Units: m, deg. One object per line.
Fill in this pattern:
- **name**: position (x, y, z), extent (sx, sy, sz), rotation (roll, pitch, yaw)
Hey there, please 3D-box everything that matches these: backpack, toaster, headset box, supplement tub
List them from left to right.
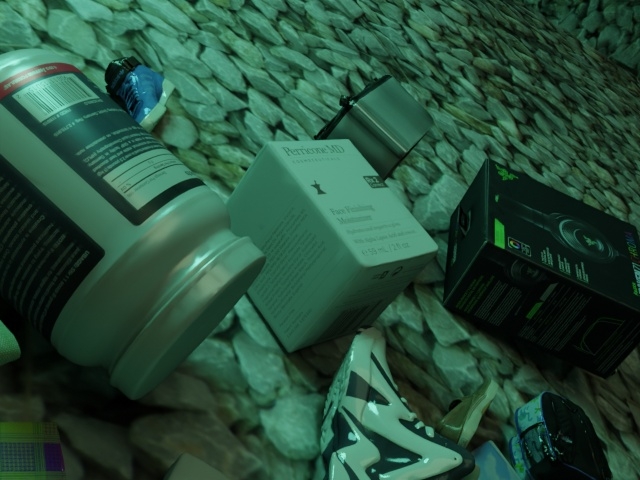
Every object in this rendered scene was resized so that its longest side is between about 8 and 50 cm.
- **supplement tub**: position (-0.202, -0.015, 0.693), extent (0.272, 0.191, 0.191), rotation (42, 33, 5)
- **toaster**: position (0.053, -0.125, 1.093), extent (0.110, 0.168, 0.186), rotation (41, 32, 2)
- **headset box**: position (0.321, 0.029, 1.172), extent (0.283, 0.131, 0.246), rotation (25, 35, -3)
- **backpack**: position (0.276, 0.244, 0.942), extent (0.105, 0.084, 0.114), rotation (30, 36, -23)

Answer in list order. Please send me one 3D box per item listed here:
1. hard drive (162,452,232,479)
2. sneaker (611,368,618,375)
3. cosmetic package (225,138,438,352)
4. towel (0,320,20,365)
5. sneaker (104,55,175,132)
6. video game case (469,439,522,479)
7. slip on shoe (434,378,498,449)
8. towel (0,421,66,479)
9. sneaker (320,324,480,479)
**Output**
- **hard drive**: position (-0.078, 0.319, 0.551), extent (0.203, 0.040, 0.307), rotation (35, 33, -6)
- **sneaker**: position (0.417, 0.165, 1.216), extent (0.109, 0.040, 0.044), rotation (38, 35, -1)
- **cosmetic package**: position (0.000, 0.000, 0.906), extent (0.151, 0.151, 0.184), rotation (-10, 57, -51)
- **towel**: position (-0.311, 0.002, 0.292), extent (0.248, 0.038, 0.325), rotation (42, 21, 14)
- **sneaker**: position (-0.233, -0.178, 0.977), extent (0.084, 0.058, 0.152), rotation (33, 29, -19)
- **video game case**: position (0.192, 0.326, 0.820), extent (0.193, 0.023, 0.212), rotation (-10, 57, -50)
- **slip on shoe**: position (0.173, 0.199, 0.936), extent (0.041, 0.051, 0.135), rotation (28, 34, 16)
- **towel**: position (-0.226, 0.177, 0.608), extent (0.060, 0.009, 0.083), rotation (10, 42, -36)
- **sneaker**: position (0.083, 0.196, 0.777), extent (0.153, 0.094, 0.235), rotation (18, 37, -6)
